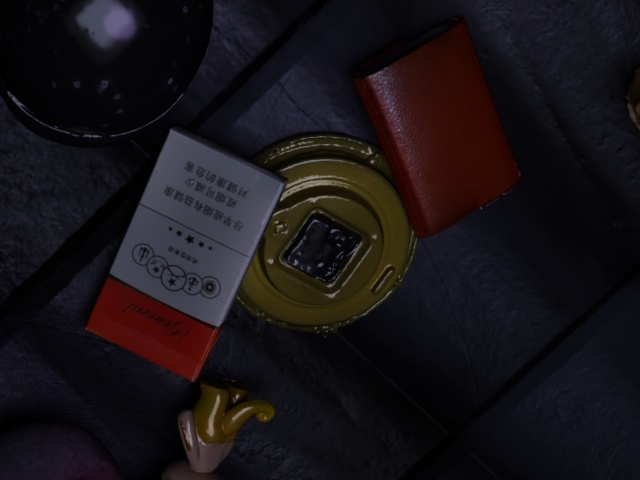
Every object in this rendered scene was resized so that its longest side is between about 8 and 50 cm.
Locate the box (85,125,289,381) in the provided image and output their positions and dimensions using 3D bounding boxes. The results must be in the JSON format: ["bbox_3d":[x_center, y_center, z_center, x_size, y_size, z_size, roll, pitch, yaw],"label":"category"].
[{"bbox_3d":[-0.143,0.016,1.665,0.139,0.035,0.245,25,106,4],"label":"box"}]

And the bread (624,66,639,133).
[{"bbox_3d":[0.481,-0.172,1.708,0.275,0.114,0.185,-37,115,2],"label":"bread"}]

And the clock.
[{"bbox_3d":[0.000,0.000,1.706,0.237,0.057,0.237,-5,114,-10],"label":"clock"}]

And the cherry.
[{"bbox_3d":[-0.302,0.303,1.685,0.266,0.213,0.183,-12,154,21],"label":"cherry"}]

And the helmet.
[{"bbox_3d":[-0.215,-0.202,1.521,0.231,0.160,0.278,8,109,-17],"label":"helmet"}]

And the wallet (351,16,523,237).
[{"bbox_3d":[0.127,-0.120,1.682,0.142,0.045,0.204,-31,116,-16],"label":"wallet"}]

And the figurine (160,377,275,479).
[{"bbox_3d":[-0.138,0.278,1.761,0.156,0.131,0.246,4,106,-50],"label":"figurine"}]
